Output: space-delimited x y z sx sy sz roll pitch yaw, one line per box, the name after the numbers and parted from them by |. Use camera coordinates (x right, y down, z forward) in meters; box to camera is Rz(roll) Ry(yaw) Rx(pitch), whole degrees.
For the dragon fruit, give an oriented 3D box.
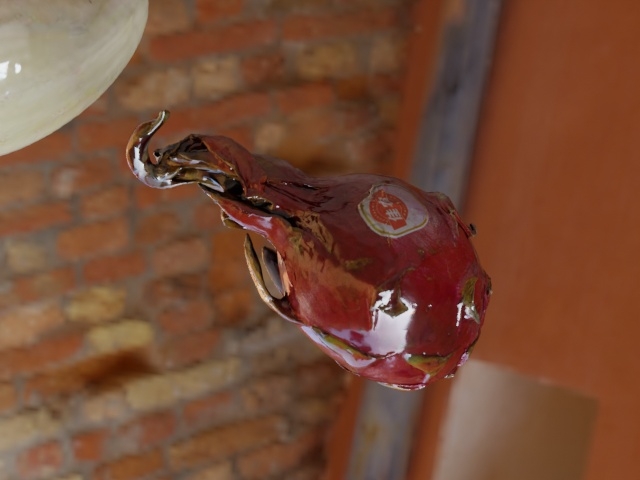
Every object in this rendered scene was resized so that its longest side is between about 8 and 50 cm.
0.000 0.000 0.829 0.190 0.094 0.094 34 176 -15 | dragon fruit

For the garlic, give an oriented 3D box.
-0.234 -0.138 1.244 0.245 0.145 0.164 -6 -134 2 | garlic
